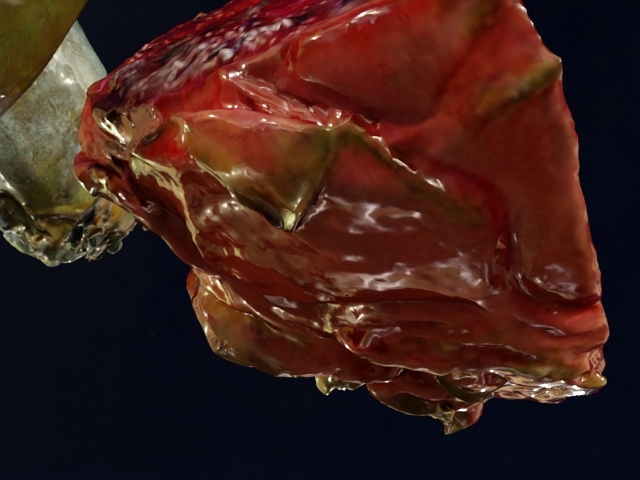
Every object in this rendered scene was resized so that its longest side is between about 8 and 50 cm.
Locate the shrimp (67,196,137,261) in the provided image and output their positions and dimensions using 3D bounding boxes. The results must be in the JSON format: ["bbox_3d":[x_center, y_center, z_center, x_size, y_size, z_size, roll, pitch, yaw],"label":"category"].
[{"bbox_3d":[-0.141,-0.084,0.984,0.046,0.152,0.219,27,-64,-32],"label":"shrimp"}]

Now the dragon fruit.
[{"bbox_3d":[0.000,0.000,0.504,0.152,0.317,0.205,-27,-75,-4],"label":"dragon fruit"}]

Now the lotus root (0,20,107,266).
[{"bbox_3d":[-0.282,-0.151,1.084,0.175,0.175,0.349,-19,-74,20],"label":"lotus root"}]

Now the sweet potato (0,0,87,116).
[{"bbox_3d":[-0.127,-0.078,0.412,0.243,0.077,0.077,-41,-53,-3],"label":"sweet potato"}]
